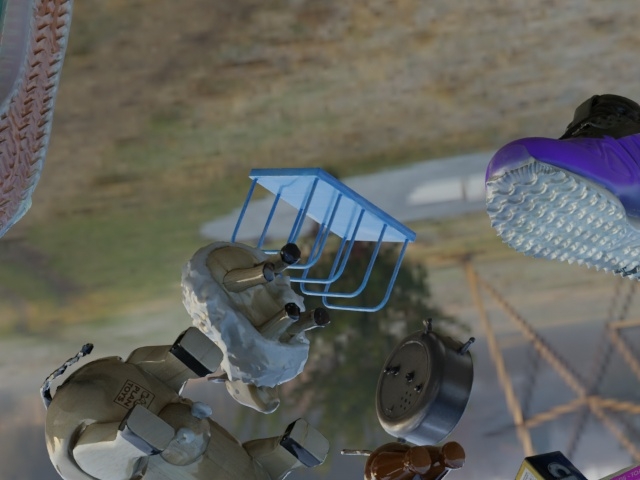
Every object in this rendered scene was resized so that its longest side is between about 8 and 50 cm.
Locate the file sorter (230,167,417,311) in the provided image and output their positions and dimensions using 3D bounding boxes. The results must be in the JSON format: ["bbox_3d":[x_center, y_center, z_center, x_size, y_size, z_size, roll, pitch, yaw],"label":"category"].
[{"bbox_3d":[0.000,0.000,1.852,0.118,0.104,0.170,1,155,48],"label":"file sorter"}]

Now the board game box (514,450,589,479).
[{"bbox_3d":[0.216,0.303,1.249,0.042,0.165,0.243,-4,-143,-38],"label":"board game box"}]

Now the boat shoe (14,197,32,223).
[{"bbox_3d":[-0.374,-0.070,1.873,0.056,0.048,0.153,22,149,16],"label":"boat shoe"}]

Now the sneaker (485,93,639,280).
[{"bbox_3d":[0.229,-0.061,1.377,0.102,0.146,0.293,-25,152,36],"label":"sneaker"}]

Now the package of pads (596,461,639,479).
[{"bbox_3d":[0.397,0.266,1.521,0.229,0.101,0.296,-32,143,33],"label":"package of pads"}]

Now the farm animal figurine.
[{"bbox_3d":[-0.073,0.203,1.070,0.330,0.327,0.172,-39,-174,-42],"label":"farm animal figurine"}]

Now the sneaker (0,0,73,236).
[{"bbox_3d":[-0.326,-0.134,1.541,0.121,0.302,0.108,4,159,22],"label":"sneaker"}]

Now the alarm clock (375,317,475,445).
[{"bbox_3d":[0.109,0.186,1.874,0.064,0.192,0.129,19,-179,-26],"label":"alarm clock"}]
